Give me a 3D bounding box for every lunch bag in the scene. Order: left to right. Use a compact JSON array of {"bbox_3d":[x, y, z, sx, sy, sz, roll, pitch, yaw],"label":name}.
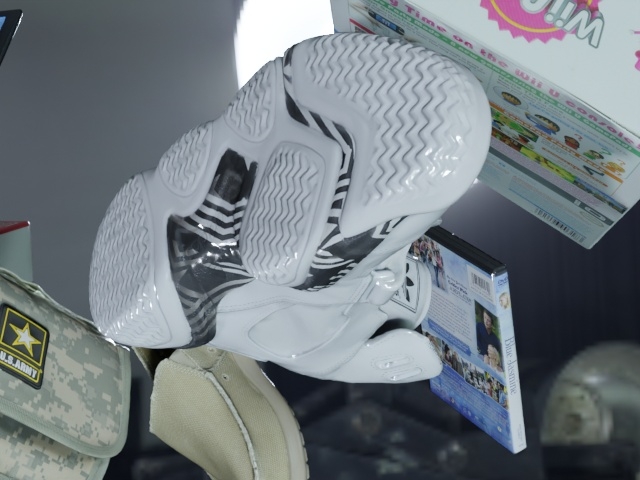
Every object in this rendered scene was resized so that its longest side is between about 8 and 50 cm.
[{"bbox_3d":[-0.301,0.155,1.135,0.235,0.287,0.169,34,161,-32],"label":"lunch bag"}]

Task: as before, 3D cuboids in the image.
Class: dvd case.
[{"bbox_3d":[0.169,0.107,1.622,0.022,0.253,0.180,-23,-149,-22],"label":"dvd case"}]

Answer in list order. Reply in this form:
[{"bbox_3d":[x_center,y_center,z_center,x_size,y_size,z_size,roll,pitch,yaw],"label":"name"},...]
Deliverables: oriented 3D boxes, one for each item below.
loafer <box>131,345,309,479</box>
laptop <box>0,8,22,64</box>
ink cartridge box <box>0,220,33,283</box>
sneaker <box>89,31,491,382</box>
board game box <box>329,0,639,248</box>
[{"bbox_3d":[-0.084,0.136,1.071,0.092,0.102,0.268,-10,-138,-20],"label":"loafer"},{"bbox_3d":[-0.382,-0.097,0.950,0.264,0.234,0.136,25,152,-17],"label":"laptop"},{"bbox_3d":[-0.409,0.021,1.453,0.175,0.072,0.127,1,-170,17],"label":"ink cartridge box"},{"bbox_3d":[0.022,-0.006,0.854,0.210,0.137,0.366,14,156,-32],"label":"sneaker"},{"bbox_3d":[0.121,-0.112,0.883,0.224,0.097,0.303,32,175,6],"label":"board game box"}]
